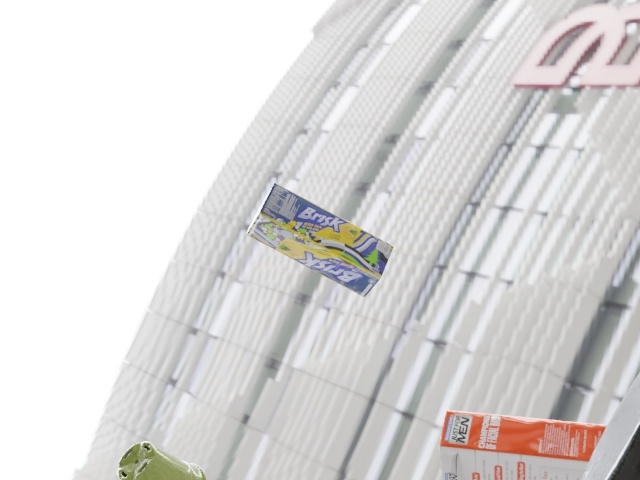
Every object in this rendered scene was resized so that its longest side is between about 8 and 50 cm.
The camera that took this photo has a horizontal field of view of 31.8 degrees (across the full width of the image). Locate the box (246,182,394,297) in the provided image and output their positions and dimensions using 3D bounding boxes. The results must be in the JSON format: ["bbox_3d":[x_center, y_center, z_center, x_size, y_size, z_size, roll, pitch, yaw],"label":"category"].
[{"bbox_3d":[0.000,0.000,1.374,0.169,0.059,0.054,29,-125,-5],"label":"box"}]

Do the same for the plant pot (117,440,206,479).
[{"bbox_3d":[-0.183,0.265,1.252,0.083,0.083,0.079,-51,-51,-17],"label":"plant pot"}]

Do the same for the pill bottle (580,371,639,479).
[{"bbox_3d":[0.220,0.132,0.457,0.219,0.123,0.123,30,-103,11],"label":"pill bottle"}]

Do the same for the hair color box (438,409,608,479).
[{"bbox_3d":[0.197,0.214,1.043,0.053,0.167,0.093,-69,-23,-51],"label":"hair color box"}]
